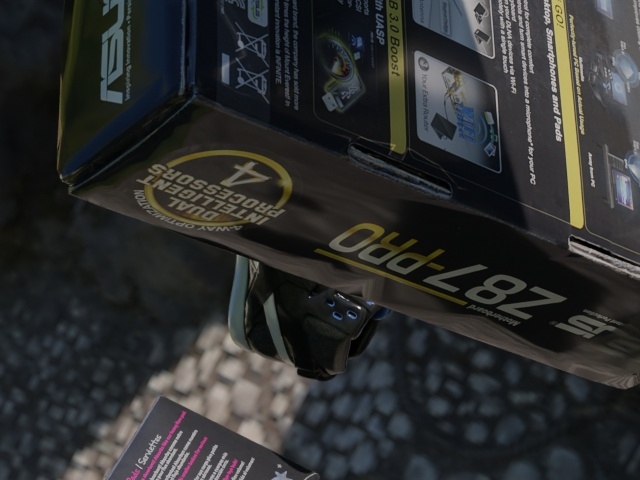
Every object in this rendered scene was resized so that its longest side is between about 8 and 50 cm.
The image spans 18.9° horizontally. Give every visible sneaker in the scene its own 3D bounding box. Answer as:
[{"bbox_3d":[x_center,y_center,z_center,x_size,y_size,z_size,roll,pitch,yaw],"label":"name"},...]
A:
[{"bbox_3d":[0.000,0.000,1.375,0.121,0.217,0.079,21,37,29],"label":"sneaker"}]

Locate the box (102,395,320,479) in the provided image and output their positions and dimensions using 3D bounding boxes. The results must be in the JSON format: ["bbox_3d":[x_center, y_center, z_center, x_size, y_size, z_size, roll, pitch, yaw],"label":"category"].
[{"bbox_3d":[-0.127,0.267,1.408,0.247,0.142,0.163,-58,-6,-44],"label":"box"}]

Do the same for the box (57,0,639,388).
[{"bbox_3d":[0.040,-0.160,0.868,0.097,0.318,0.395,-33,50,42],"label":"box"}]
